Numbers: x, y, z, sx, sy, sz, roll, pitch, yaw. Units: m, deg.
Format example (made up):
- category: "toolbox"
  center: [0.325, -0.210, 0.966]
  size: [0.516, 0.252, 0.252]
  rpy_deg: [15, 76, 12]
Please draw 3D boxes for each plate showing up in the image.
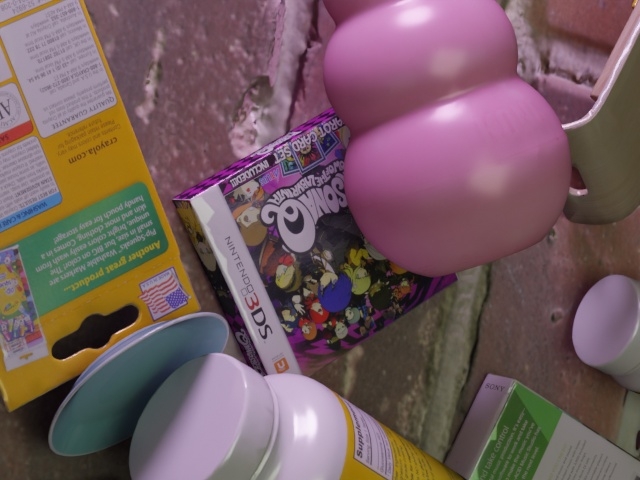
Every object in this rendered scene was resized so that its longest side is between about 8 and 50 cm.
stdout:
- category: "plate"
  center: [-0.162, 0.120, 1.684]
  size: [0.188, 0.188, 0.024]
  rpy_deg: [-27, 66, -26]

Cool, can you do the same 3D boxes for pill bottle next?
- category: "pill bottle"
  center: [-0.005, 0.236, 1.736]
  size: [0.334, 0.188, 0.188]
  rpy_deg: [36, 76, -35]
- category: "pill bottle"
  center: [0.370, 0.112, 2.010]
  size: [0.208, 0.119, 0.119]
  rpy_deg: [21, 83, -30]

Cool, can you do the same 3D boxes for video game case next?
- category: "video game case"
  center: [0.000, 0.000, 1.821]
  size: [0.232, 0.042, 0.210]
  rpy_deg: [-31, 108, -26]

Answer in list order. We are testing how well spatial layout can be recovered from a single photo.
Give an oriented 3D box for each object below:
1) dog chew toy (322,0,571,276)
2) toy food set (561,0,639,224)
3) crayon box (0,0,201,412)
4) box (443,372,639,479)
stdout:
- category: "dog chew toy"
  center: [0.097, -0.140, 1.739]
  size: [0.206, 0.206, 0.332]
  rpy_deg: [-20, 94, -28]
- category: "toy food set"
  center: [0.306, -0.186, 1.934]
  size: [0.306, 0.092, 0.220]
  rpy_deg: [-62, 152, -13]
- category: "crayon box"
  center: [-0.255, -0.045, 1.642]
  size: [0.203, 0.083, 0.323]
  rpy_deg: [-28, 107, -26]
- category: "box"
  center: [0.246, 0.310, 1.991]
  size: [0.322, 0.058, 0.232]
  rpy_deg: [34, 77, -30]
